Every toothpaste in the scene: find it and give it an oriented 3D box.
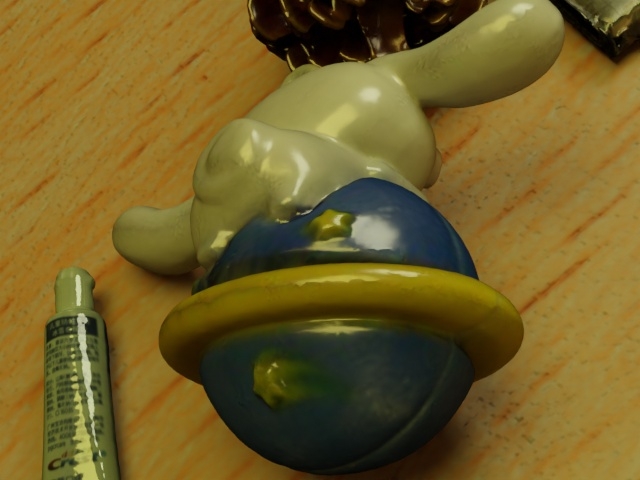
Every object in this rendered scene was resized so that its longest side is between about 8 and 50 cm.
[{"bbox_3d":[-0.142,0.111,0.764,0.062,0.037,0.216,-16,57,11],"label":"toothpaste"}]

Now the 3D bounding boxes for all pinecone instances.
[{"bbox_3d":[0.029,-0.166,0.802,0.173,0.173,0.173,-11,55,15],"label":"pinecone"}]

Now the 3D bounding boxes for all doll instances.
[{"bbox_3d":[-0.029,0.006,0.703,0.311,0.159,0.242,-13,73,40],"label":"doll"}]

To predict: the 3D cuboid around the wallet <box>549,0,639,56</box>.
[{"bbox_3d":[0.262,-0.257,0.846,0.317,0.044,0.169,-37,56,-3],"label":"wallet"}]
